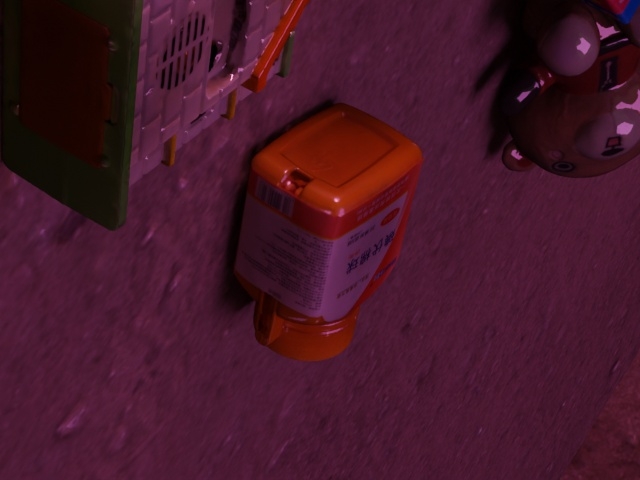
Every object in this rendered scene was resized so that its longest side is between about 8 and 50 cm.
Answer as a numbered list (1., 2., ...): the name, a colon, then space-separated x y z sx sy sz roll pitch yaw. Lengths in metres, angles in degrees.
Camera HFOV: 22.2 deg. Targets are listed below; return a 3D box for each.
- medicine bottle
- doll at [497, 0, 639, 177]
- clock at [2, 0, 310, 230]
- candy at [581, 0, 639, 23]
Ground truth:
1. medicine bottle: 0.001 0.000 1.534 0.149 0.112 0.222 -36 148 -42
2. doll: 0.298 -0.195 1.835 0.235 0.174 0.330 -22 147 -5
3. clock: -0.100 -0.169 1.147 0.255 0.106 0.220 -43 154 -42
4. candy: 0.216 -0.313 1.516 0.100 0.157 0.306 -59 157 3
